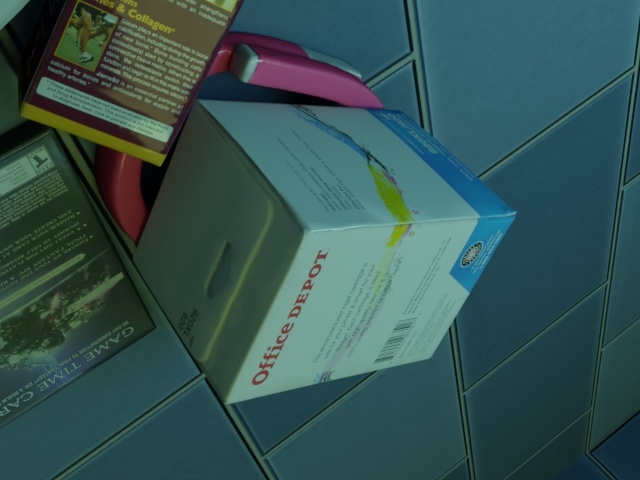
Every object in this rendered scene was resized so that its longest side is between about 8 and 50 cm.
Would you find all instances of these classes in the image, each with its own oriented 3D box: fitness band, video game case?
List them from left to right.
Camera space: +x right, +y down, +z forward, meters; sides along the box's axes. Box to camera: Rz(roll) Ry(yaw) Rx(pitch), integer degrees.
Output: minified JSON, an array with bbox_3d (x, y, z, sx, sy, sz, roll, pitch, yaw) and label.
[{"bbox_3d":[-0.261,0.047,0.741,0.196,0.026,0.274,-33,145,-15],"label":"video game case"},{"bbox_3d":[-0.058,-0.073,0.795,0.290,0.054,0.209,4,123,-46],"label":"fitness band"}]

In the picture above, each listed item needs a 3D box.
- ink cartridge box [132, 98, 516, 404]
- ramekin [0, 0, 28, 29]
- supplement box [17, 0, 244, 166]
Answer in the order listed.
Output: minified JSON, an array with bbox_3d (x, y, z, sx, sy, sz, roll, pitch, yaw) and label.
[{"bbox_3d":[0.000,0.000,0.740,0.232,0.168,0.171,-4,132,-42],"label":"ink cartridge box"},{"bbox_3d":[-0.212,-0.146,0.374,0.273,0.127,0.273,-41,-174,5],"label":"ramekin"},{"bbox_3d":[-0.119,-0.159,0.595,0.104,0.081,0.188,19,113,-29],"label":"supplement box"}]
